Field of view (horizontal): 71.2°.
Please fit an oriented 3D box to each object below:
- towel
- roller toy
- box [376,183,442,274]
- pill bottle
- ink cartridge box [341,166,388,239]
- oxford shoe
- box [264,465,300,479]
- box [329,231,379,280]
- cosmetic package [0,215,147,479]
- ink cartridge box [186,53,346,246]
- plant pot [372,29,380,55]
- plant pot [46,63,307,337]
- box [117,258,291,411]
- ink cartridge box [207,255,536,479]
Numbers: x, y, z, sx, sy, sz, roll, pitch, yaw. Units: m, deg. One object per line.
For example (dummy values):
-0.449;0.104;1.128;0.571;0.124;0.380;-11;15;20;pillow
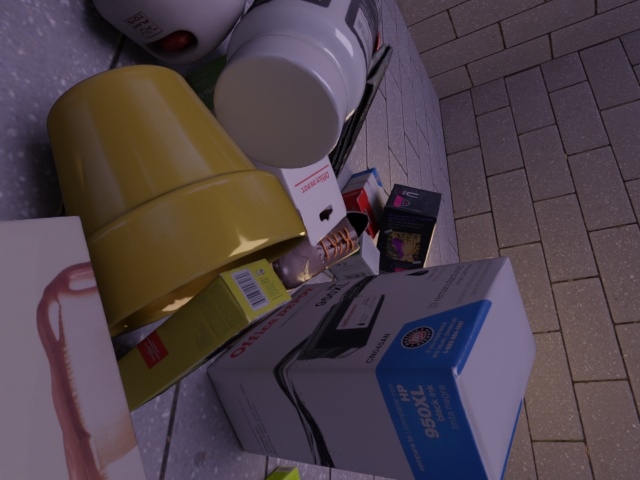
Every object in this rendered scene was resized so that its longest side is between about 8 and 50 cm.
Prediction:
0.093;-0.333;1.177;0.324;0.056;0.312;-67;-179;-51;towel
-0.210;-0.359;0.617;0.209;0.191;0.146;49;11;33;roller toy
0.238;0.001;1.267;0.165;0.143;0.270;-58;159;-57;box
-0.023;-0.290;0.685;0.204;0.204;0.361;54;36;-37;pill bottle
0.123;-0.101;1.283;0.134;0.078;0.231;66;29;-21;ink cartridge box
0.000;0.000;0.931;0.363;0.133;0.130;-45;121;-59;oxford shoe
-0.061;0.469;0.701;0.109;0.042;0.178;-5;82;-63;box
0.082;0.043;1.108;0.102;0.101;0.087;52;35;-40;box
-0.254;0.142;0.354;0.129;0.153;0.296;-17;95;-65;cosmetic package
-0.085;-0.169;0.859;0.207;0.119;0.353;-44;116;-58;ink cartridge box
0.045;-0.595;1.256;0.201;0.201;0.180;30;36;-56;plant pot
-0.177;-0.052;0.513;0.239;0.254;0.254;63;26;4;plant pot
-0.143;0.110;0.489;0.058;0.232;0.087;56;26;7;box
0.075;0.176;0.668;0.285;0.395;0.166;-37;109;-50;ink cartridge box
